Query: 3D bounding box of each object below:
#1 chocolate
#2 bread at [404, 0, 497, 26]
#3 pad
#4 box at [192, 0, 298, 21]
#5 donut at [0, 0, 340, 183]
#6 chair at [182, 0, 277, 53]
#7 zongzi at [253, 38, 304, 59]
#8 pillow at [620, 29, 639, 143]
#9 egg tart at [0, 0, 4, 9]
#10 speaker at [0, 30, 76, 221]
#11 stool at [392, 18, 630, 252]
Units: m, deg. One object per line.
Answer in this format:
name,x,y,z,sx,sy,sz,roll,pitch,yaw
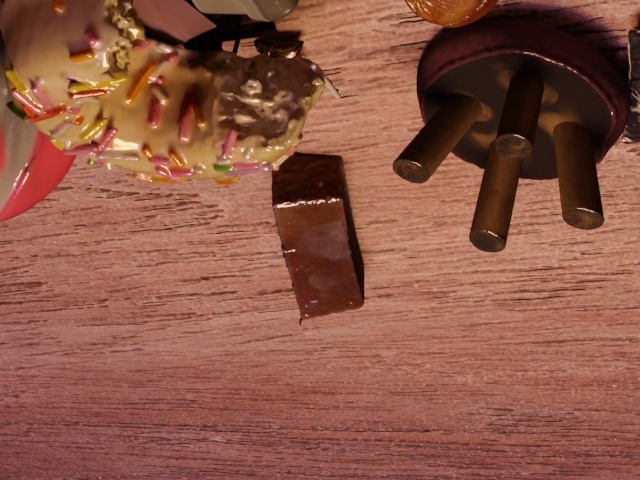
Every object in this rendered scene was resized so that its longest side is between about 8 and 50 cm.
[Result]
chocolate,0.000,0.000,1.974,0.112,0.112,0.321,-5,144,5
bread,0.155,-0.300,1.532,0.126,0.044,0.129,12,150,-2
pad,-0.215,-0.261,1.547,0.113,0.006,0.188,37,151,-29
box,-0.098,-0.348,1.433,0.129,0.148,0.210,4,148,29
donut,-0.201,-0.176,1.504,0.371,0.150,0.307,23,157,-37
chair,-0.173,-0.255,1.645,0.212,0.084,0.101,-5,140,21
zongzi,-0.046,-0.222,1.699,0.067,0.073,0.083,1,106,13
pillow,0.440,-0.190,1.619,0.141,0.055,0.208,-5,146,9
egg tart,-0.375,-0.357,1.474,0.297,0.132,0.297,13,133,14
speaker,-0.454,-0.160,1.659,0.294,0.294,0.294,6,147,4
stool,0.235,-0.124,1.632,0.272,0.178,0.272,13,149,8
